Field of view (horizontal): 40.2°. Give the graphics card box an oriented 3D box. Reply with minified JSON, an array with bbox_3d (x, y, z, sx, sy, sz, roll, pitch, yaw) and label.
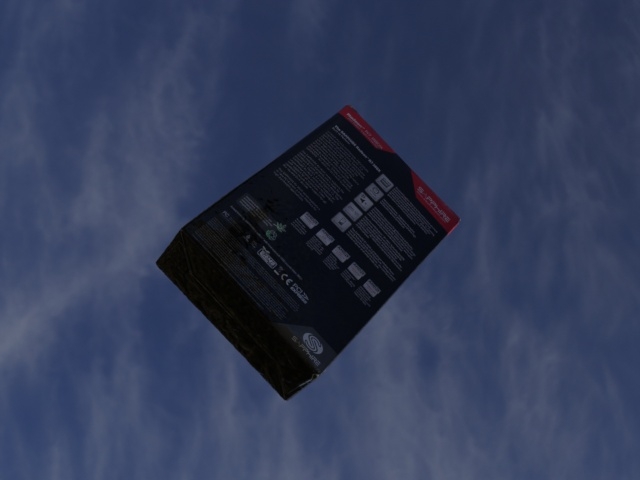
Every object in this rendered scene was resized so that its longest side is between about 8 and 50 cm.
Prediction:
[{"bbox_3d":[0.000,0.000,1.113,0.233,0.371,0.094,46,-44,0],"label":"graphics card box"}]
